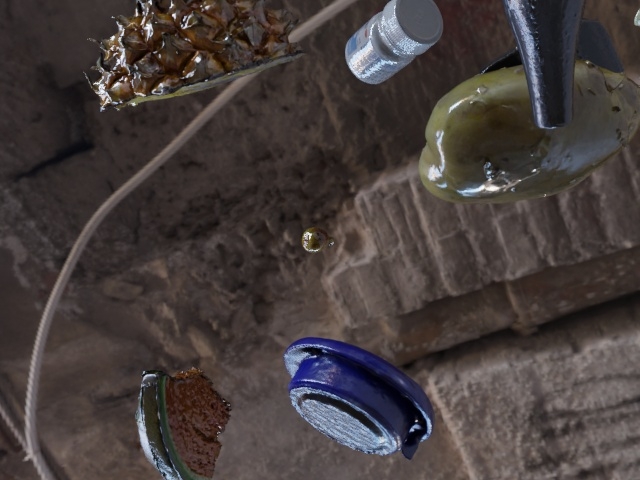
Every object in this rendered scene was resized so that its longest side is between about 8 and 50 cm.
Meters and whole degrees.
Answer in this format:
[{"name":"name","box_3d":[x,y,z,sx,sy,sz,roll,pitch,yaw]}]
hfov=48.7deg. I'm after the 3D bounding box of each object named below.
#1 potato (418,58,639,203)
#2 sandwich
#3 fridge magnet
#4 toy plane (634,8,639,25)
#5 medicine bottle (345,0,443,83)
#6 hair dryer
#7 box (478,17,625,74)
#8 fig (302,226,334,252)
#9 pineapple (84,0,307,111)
[{"name":"potato","box_3d":[0.269,-0.136,0.902,0.192,0.296,0.141,73,180,-45]},{"name":"sandwich","box_3d":[-0.231,0.293,1.144,0.159,0.079,0.235,-59,-44,-36]},{"name":"fridge magnet","box_3d":[0.054,0.250,1.127,0.265,0.265,0.113,56,-129,-33]},{"name":"toy plane","box_3d":[0.233,-0.137,0.354,0.256,0.242,0.104,40,-157,24]},{"name":"medicine bottle","box_3d":[0.125,-0.352,1.240,0.105,0.168,0.105,8,-107,-28]},{"name":"hair dryer","box_3d":[0.159,-0.218,0.655,0.219,0.075,0.196,-136,29,-59]},{"name":"box","box_3d":[0.350,-0.209,1.048,0.201,0.212,0.042,60,-179,-18]},{"name":"fig","box_3d":[0.000,0.000,1.359,0.083,0.050,0.050,4,-112,-50]},{"name":"pineapple","box_3d":[-0.170,-0.304,0.790,0.262,0.262,0.272,-46,-57,-66]}]
